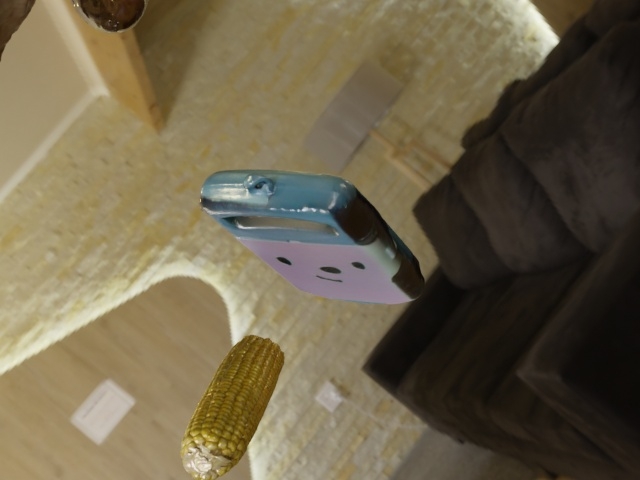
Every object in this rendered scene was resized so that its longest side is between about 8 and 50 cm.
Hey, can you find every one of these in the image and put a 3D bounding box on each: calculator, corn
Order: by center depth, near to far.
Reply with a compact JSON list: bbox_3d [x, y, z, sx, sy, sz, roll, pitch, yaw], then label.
[{"bbox_3d":[0.000,0.000,0.886,0.293,0.173,0.051,44,-124,-56],"label":"calculator"},{"bbox_3d":[-0.106,0.200,1.080,0.081,0.081,0.248,-51,6,27],"label":"corn"}]

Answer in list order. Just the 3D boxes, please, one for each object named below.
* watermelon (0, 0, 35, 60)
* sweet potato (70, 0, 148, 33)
[{"bbox_3d":[-0.283,-0.122,0.447,0.151,0.302,0.264,-66,0,-87],"label":"watermelon"},{"bbox_3d":[-0.158,-0.267,0.675,0.092,0.114,0.341,99,179,-45],"label":"sweet potato"}]
